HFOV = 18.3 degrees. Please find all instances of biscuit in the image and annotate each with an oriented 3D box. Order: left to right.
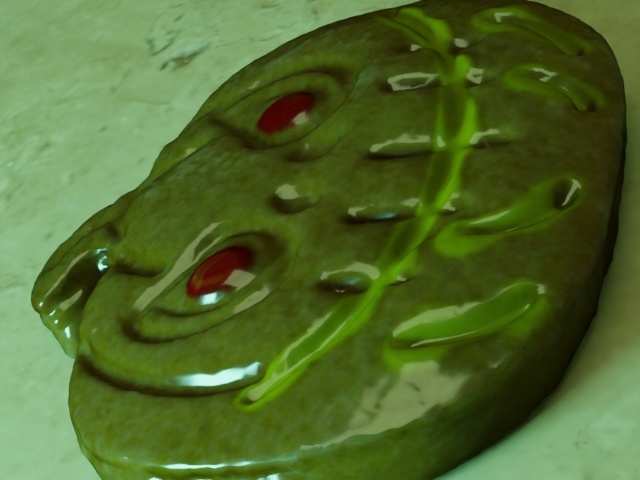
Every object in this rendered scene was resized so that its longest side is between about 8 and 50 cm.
[{"bbox_3d":[-0.004,-0.007,1.094,0.350,0.070,0.394,-11,37,18],"label":"biscuit"}]
